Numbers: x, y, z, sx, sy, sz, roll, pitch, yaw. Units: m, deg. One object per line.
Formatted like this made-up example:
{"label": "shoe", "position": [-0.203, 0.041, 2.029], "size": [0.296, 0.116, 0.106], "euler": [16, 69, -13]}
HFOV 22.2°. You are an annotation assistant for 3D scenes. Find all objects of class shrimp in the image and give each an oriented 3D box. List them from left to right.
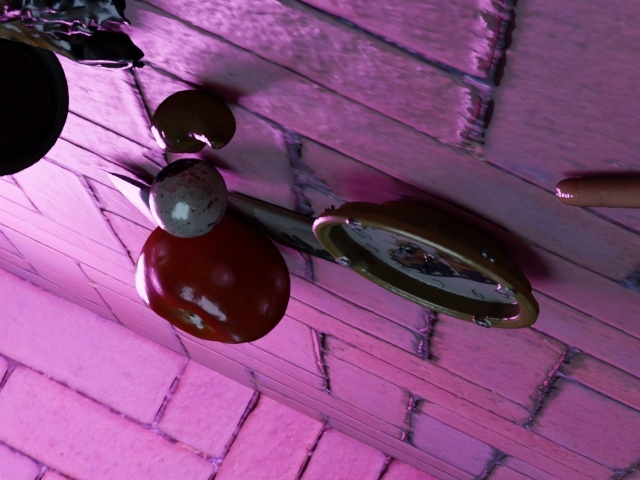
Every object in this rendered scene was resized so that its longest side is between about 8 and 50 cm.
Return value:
{"label": "shrimp", "position": [-0.241, -0.197, 1.408], "size": [0.233, 0.071, 0.365], "euler": [25, 172, -41]}

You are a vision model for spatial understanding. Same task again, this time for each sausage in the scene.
{"label": "sausage", "position": [0.216, -0.035, 1.197], "size": [0.024, 0.024, 0.132], "euler": [33, 166, -26]}

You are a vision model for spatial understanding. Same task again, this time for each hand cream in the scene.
{"label": "hand cream", "position": [-0.168, -0.012, 2.058], "size": [0.271, 0.058, 0.091], "euler": [40, 173, -37]}

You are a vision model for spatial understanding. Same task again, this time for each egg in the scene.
{"label": "egg", "position": [-0.142, -0.047, 1.762], "size": [0.085, 0.085, 0.110], "euler": [26, 162, 2]}

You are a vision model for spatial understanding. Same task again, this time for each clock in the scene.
{"label": "clock", "position": [0.107, 0.013, 1.564], "size": [0.237, 0.057, 0.237], "euler": [24, 167, 6]}

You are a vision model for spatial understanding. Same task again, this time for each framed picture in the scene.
{"label": "framed picture", "position": [0.000, 0.000, 1.843], "size": [0.201, 0.010, 0.136], "euler": [18, 166, 33]}

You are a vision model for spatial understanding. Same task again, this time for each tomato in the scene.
{"label": "tomato", "position": [-0.124, 0.041, 1.952], "size": [0.195, 0.136, 0.195], "euler": [24, 160, 9]}

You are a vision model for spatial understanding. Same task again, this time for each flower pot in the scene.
{"label": "flower pot", "position": [-0.329, -0.142, 1.635], "size": [0.157, 0.157, 0.107], "euler": [28, -179, -8]}

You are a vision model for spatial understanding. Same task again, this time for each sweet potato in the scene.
{"label": "sweet potato", "position": [-0.128, -0.109, 1.550], "size": [0.069, 0.059, 0.249], "euler": [16, 175, -12]}

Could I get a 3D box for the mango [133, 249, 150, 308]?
{"label": "mango", "position": [-0.191, 0.052, 2.215], "size": [0.125, 0.111, 0.233], "euler": [8, 176, -15]}
